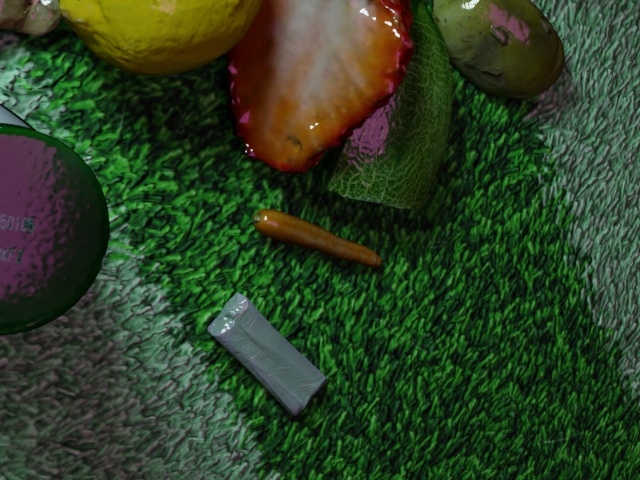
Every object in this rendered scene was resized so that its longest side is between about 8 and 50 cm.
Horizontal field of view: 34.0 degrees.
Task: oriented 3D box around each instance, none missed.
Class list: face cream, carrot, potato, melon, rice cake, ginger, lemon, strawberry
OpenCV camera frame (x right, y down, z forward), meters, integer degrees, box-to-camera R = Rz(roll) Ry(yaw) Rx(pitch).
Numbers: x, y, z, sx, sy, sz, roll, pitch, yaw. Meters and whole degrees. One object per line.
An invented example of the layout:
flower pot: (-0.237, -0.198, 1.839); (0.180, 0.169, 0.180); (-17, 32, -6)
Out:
face cream: (-0.390, -0.041, 1.157); (0.219, 0.357, 0.312); (-50, 121, -11)
carrot: (0.000, 0.000, 1.591); (0.248, 0.043, 0.043); (20, 92, -35)
potato: (0.298, -0.322, 1.648); (0.271, 0.111, 0.160); (37, 81, -33)
melon: (0.113, -0.215, 1.556); (0.196, 0.124, 0.323); (8, 99, -40)
rice cake: (-0.080, 0.174, 1.584); (0.080, 0.042, 0.222); (-46, 122, -8)
ginger: (-0.369, -0.340, 1.273); (0.133, 0.059, 0.214); (-3, 105, -35)
lemon: (-0.194, -0.318, 1.281); (0.288, 0.233, 0.234); (-26, 115, -37)
strawberry: (-0.002, -0.259, 1.450); (0.336, 0.265, 0.149); (-67, 170, 24)
